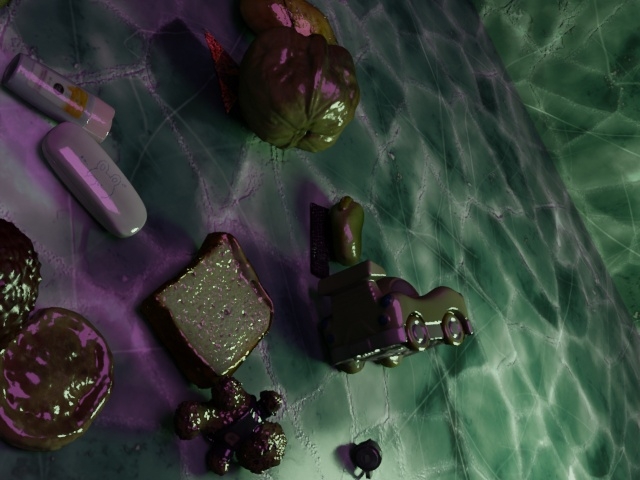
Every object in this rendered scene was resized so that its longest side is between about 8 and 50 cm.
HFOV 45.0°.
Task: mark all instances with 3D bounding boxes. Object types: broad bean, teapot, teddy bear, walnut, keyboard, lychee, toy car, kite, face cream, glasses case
[{"bbox_3d":[0.069,-0.027,1.913,0.124,0.082,0.174,59,25,-56],"label":"broad bean"},{"bbox_3d":[0.110,0.487,1.735,0.057,0.066,0.088,-36,124,-70],"label":"teapot"},{"bbox_3d":[-0.155,0.331,1.424,0.251,0.182,0.129,53,-1,-34],"label":"teddy bear"},{"bbox_3d":[-0.048,-0.350,1.796,0.253,0.282,0.277,87,9,-63],"label":"walnut"},{"bbox_3d":[0.000,0.000,1.879,0.060,0.018,0.195,24,53,-40],"label":"keyboard"},{"bbox_3d":[-0.504,0.066,1.013,0.260,0.260,0.261,28,52,-42],"label":"lychee"},{"bbox_3d":[0.172,0.175,1.826,0.336,0.242,0.226,1,69,-50],"label":"toy car"},{"bbox_3d":[-0.207,-0.393,1.827,0.125,0.008,0.222,-2,73,-53],"label":"kite"},{"bbox_3d":[-0.464,-0.254,1.383,0.198,0.057,0.084,31,58,-39],"label":"face cream"},{"bbox_3d":[-0.402,-0.107,1.384,0.233,0.059,0.092,55,39,-19],"label":"glasses case"}]

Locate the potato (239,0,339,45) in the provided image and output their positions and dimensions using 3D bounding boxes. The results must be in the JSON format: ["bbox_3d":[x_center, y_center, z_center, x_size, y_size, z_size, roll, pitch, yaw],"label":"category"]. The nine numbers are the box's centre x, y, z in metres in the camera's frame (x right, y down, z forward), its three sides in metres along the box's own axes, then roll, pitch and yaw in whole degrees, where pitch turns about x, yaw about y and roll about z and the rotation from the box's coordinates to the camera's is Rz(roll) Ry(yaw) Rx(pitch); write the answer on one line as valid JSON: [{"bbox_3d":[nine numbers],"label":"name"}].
[{"bbox_3d":[-0.073,-0.541,1.963,0.300,0.140,0.173,28,45,-40],"label":"potato"}]

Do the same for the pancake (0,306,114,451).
[{"bbox_3d":[-0.420,0.213,1.209,0.236,0.042,0.222,-5,74,-53],"label":"pancake"}]

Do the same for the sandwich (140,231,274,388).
[{"bbox_3d":[-0.207,0.133,1.484,0.226,0.087,0.251,56,40,-13],"label":"sandwich"}]

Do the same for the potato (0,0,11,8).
[{"bbox_3d":[-0.570,-0.456,1.222,0.351,0.218,0.203,-53,141,-52],"label":"potato"}]
